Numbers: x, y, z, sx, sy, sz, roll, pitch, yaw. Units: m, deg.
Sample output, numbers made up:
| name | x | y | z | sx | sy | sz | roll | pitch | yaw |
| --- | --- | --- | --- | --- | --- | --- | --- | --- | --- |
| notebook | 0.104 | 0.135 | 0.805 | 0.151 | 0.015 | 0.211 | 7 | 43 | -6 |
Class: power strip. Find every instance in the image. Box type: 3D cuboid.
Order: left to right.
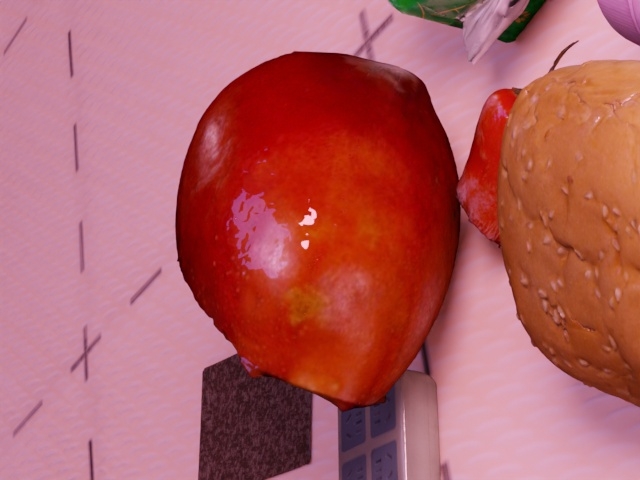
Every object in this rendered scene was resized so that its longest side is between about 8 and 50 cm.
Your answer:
| name | x | y | z | sx | sy | sz | roll | pitch | yaw |
| --- | --- | --- | --- | --- | --- | --- | --- | --- | --- |
| power strip | 0.062 | 0.248 | 1.539 | 0.118 | 0.046 | 0.270 | -31 | 53 | 50 |

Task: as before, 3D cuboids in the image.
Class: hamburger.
| name | x | y | z | sx | sy | sz | roll | pitch | yaw |
| --- | --- | --- | --- | --- | --- | --- | --- | --- | --- |
| hamburger | 0.235 | 0.001 | 1.198 | 0.283 | 0.145 | 0.259 | 12 | 110 | 59 |

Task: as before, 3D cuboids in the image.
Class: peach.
| name | x | y | z | sx | sy | sz | roll | pitch | yaw |
| --- | --- | --- | --- | --- | --- | --- | --- | --- | --- |
| peach | 0.000 | 0.000 | 1.523 | 0.281 | 0.281 | 0.338 | -29 | 51 | 52 |

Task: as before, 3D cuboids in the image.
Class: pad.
| name | x | y | z | sx | sy | sz | roll | pitch | yaw |
| --- | --- | --- | --- | --- | --- | --- | --- | --- | --- |
| pad | -0.073 | 0.188 | 1.829 | 0.235 | 0.003 | 0.158 | -29 | 54 | 52 |

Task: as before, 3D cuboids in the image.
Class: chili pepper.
| name | x | y | z | sx | sy | sz | roll | pitch | yaw |
| --- | --- | --- | --- | --- | --- | --- | --- | --- | --- |
| chili pepper | 0.176 | -0.092 | 1.455 | 0.086 | 0.084 | 0.192 | 38 | 117 | 25 |

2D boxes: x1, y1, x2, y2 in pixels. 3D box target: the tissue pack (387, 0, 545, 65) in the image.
| name | x | y | z | sx | sy | sz | roll | pitch | yaw |
| --- | --- | --- | --- | --- | --- | --- | --- | --- | --- |
| tissue pack | 0.165 | -0.274 | 1.478 | 0.209 | 0.148 | 0.156 | -54 | 44 | 32 |

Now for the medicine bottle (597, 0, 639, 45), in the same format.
| name | x | y | z | sx | sy | sz | roll | pitch | yaw |
| --- | --- | --- | --- | --- | --- | --- | --- | --- | --- |
| medicine bottle | 0.318 | -0.173 | 1.178 | 0.254 | 0.152 | 0.152 | 41 | 113 | 56 |
